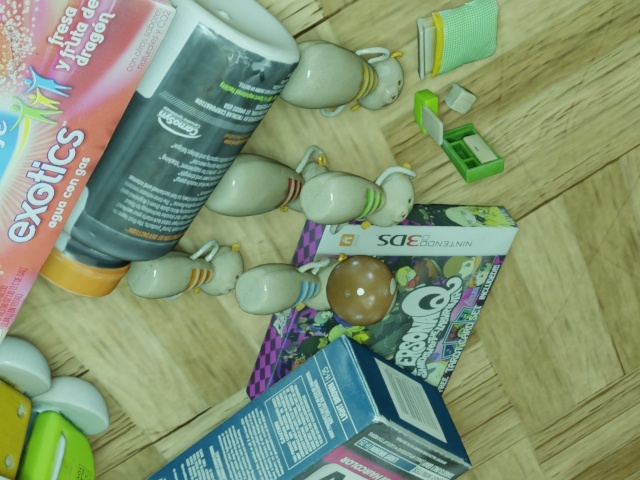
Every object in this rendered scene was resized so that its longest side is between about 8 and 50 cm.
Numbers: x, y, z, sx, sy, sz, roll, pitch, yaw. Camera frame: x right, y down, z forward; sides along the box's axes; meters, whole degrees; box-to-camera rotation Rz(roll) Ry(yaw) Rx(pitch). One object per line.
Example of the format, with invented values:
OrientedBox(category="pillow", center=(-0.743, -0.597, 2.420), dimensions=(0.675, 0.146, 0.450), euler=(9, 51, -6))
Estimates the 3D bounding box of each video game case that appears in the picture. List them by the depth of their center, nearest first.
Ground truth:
OrientedBox(category="video game case", center=(0.057, 0.067, 1.296), dimensions=(0.210, 0.042, 0.232), euler=(1, 126, -28))

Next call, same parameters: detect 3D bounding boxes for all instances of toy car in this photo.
OrientedBox(category="toy car", center=(-0.275, 0.181, 1.157), dimensions=(0.136, 0.159, 0.182), euler=(-12, 145, 29))

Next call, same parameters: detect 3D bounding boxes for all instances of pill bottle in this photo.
OrientedBox(category="pill bottle", center=(-0.131, -0.074, 1.007), dimensions=(0.130, 0.130, 0.245), euler=(19, 116, -39))

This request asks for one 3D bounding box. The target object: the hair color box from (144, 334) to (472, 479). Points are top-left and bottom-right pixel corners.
OrientedBox(category="hair color box", center=(-0.046, 0.250, 1.312), dimensions=(0.347, 0.105, 0.174), euler=(-37, 139, 18))

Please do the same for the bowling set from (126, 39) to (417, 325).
OrientedBox(category="bowling set", center=(0.000, 0.000, 1.091), dimensions=(0.287, 0.200, 0.154), euler=(-49, 157, 24))

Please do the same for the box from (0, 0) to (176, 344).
OrientedBox(category="box", center=(-0.242, -0.089, 0.920), dimensions=(0.142, 0.154, 0.300), euler=(14, 121, -36))

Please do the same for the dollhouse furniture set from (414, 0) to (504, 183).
OrientedBox(category="dollhouse furniture set", center=(0.125, -0.126, 1.156), dimensions=(0.076, 0.058, 0.151), euler=(-18, 134, -15))
